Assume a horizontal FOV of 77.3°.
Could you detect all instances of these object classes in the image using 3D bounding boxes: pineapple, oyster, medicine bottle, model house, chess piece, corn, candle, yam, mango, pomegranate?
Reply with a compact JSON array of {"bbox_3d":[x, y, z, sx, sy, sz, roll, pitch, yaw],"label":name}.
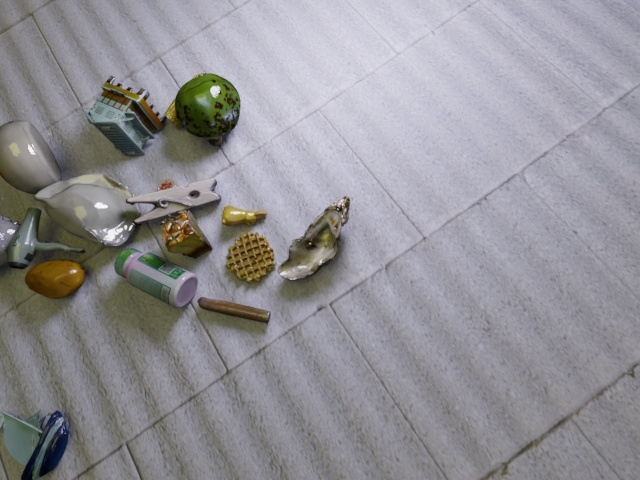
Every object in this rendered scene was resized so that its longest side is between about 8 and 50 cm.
[{"bbox_3d":[-0.468,-0.021,1.421,0.114,0.236,0.186,-28,111,4],"label":"pineapple"},{"bbox_3d":[-0.001,0.000,1.370,0.166,0.110,0.341,24,81,20],"label":"oyster"},{"bbox_3d":[-0.577,0.123,1.398,0.274,0.133,0.133,23,78,13],"label":"medicine bottle"},{"bbox_3d":[-0.762,-0.476,1.565,0.198,0.224,0.215,26,75,12],"label":"model house"},{"bbox_3d":[-0.588,-0.197,1.547,0.083,0.038,0.083,-3,71,8],"label":"chess piece"},{"bbox_3d":[-0.530,-0.568,1.623,0.093,0.093,0.244,33,80,16],"label":"corn"},{"bbox_3d":[-1.211,0.001,1.499,0.330,0.187,0.187,-27,72,-2],"label":"candle"},{"bbox_3d":[-0.298,0.236,1.370,0.264,0.046,0.046,10,75,11],"label":"yam"},{"bbox_3d":[-0.974,0.140,1.461,0.227,0.109,0.147,-4,73,8],"label":"mango"},{"bbox_3d":[-0.420,-0.489,1.515,0.254,0.254,0.270,4,113,9],"label":"pomegranate"}]

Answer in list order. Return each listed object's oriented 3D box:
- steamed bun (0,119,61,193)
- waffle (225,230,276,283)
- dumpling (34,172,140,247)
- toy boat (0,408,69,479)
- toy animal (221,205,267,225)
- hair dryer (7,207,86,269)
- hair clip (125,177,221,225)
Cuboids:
[{"bbox_3d":[-1.132,-0.304,1.524,0.177,0.283,0.283,-26,71,-18],"label":"steamed bun"},{"bbox_3d":[-0.250,0.059,1.422,0.191,0.038,0.191,-2,74,7],"label":"waffle"},{"bbox_3d":[-0.854,-0.133,1.502,0.341,0.181,0.260,19,55,24],"label":"dumpling"},{"bbox_3d":[-0.961,0.638,1.332,0.291,0.070,0.210,39,80,19],"label":"toy boat"},{"bbox_3d":[-0.274,-0.084,1.454,0.159,0.070,0.083,0,33,-5],"label":"toy animal"},{"bbox_3d":[-1.003,-0.028,1.471,0.267,0.092,0.229,-14,71,-8],"label":"hair dryer"},{"bbox_3d":[-0.539,-0.149,1.487,0.331,0.085,0.101,-17,91,-6],"label":"hair clip"}]
